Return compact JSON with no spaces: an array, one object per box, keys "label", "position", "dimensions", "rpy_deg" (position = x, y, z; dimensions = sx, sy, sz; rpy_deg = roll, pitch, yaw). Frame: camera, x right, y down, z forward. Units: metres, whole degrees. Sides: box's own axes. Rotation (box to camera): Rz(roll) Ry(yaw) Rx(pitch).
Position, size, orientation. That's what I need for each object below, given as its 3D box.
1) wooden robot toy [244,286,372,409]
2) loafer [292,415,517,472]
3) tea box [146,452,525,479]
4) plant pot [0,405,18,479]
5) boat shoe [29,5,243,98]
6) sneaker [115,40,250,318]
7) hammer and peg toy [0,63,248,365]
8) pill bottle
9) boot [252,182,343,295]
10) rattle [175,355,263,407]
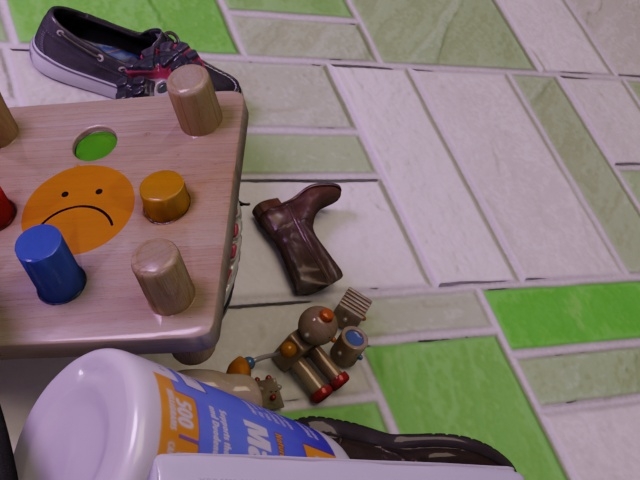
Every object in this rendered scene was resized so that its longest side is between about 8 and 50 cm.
[{"label":"wooden robot toy","position":[0.004,0.090,1.088],"dimensions":[0.076,0.079,0.173],"rpy_deg":[44,45,14]},{"label":"loafer","position":[0.065,0.210,1.025],"dimensions":[0.220,0.080,0.078],"rpy_deg":[10,56,-14]},{"label":"tea box","position":[-0.013,0.338,0.659],"dimensions":[0.220,0.329,0.323],"rpy_deg":[6,50,-17]},{"label":"plant pot","position":[-0.265,0.205,0.716],"dimensions":[0.188,0.187,0.167],"rpy_deg":[-7,28,-34]},{"label":"boat shoe","position":[-0.182,-0.188,1.242],"dimensions":[0.228,0.076,0.080],"rpy_deg":[17,45,-14]},{"label":"sneaker","position":[-0.116,-0.045,1.129],"dimensions":[0.121,0.112,0.299],"rpy_deg":[-13,60,15]},{"label":"hammer and peg toy","position":[-0.245,-0.007,0.974],"dimensions":[0.361,0.127,0.266],"rpy_deg":[-4,51,9]},{"label":"pill bottle","position":[-0.067,0.188,0.842],"dimensions":[0.272,0.152,0.152],"rpy_deg":[28,38,-36]},{"label":"boot","position":[0.000,0.000,1.199],"dimensions":[0.106,0.037,0.114],"rpy_deg":[-19,58,-25]},{"label":"rattle","position":[-0.147,0.143,0.965],"dimensions":[0.200,0.130,0.143],"rpy_deg":[-13,44,-7]}]
